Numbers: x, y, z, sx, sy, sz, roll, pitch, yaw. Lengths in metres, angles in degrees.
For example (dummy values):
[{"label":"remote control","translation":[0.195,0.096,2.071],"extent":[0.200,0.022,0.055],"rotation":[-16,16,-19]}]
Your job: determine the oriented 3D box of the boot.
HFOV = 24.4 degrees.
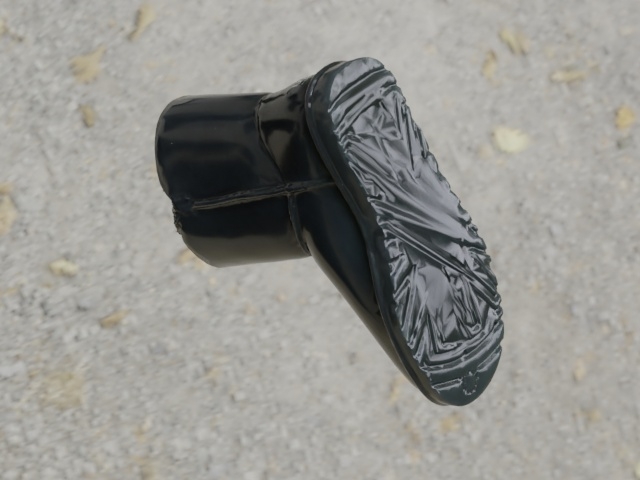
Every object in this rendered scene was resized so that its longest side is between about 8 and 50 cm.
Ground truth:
[{"label":"boot","translation":[0.000,0.000,1.016],"extent":[0.094,0.207,0.246],"rotation":[-35,106,-36]}]
